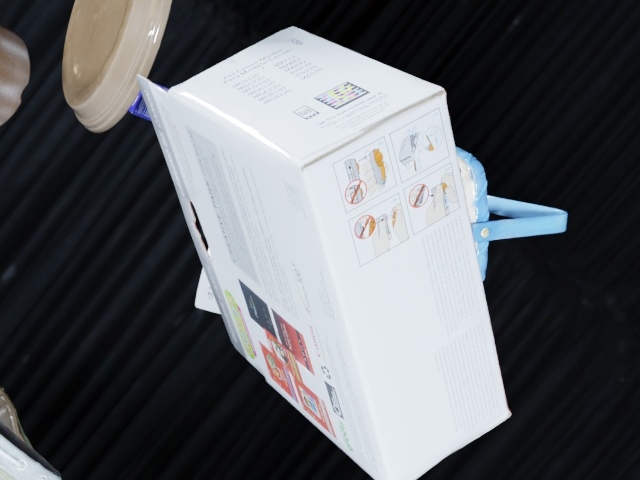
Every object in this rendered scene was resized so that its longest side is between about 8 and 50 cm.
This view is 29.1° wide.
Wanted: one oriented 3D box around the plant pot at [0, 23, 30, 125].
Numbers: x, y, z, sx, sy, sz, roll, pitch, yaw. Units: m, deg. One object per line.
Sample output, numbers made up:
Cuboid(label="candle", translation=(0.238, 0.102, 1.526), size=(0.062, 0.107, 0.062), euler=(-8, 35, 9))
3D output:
Cuboid(label="plant pot", translation=(-0.421, -0.198, 1.354), size=(0.167, 0.167, 0.165), euler=(45, 13, 33))

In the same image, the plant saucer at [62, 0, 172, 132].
Cuboid(label="plant saucer", translation=(-0.250, -0.267, 1.486), size=(0.041, 0.277, 0.278), euler=(15, 20, -28))

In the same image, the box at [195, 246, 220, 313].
Cuboid(label="box", translation=(0.009, 0.021, 1.846), size=(0.345, 0.215, 0.168), euler=(16, -26, -4))

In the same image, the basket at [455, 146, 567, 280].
Cuboid(label="basket", translation=(0.144, -0.032, 1.610), size=(0.289, 0.201, 0.255), euler=(-4, 11, -41))

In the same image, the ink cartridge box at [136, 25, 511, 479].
Cuboid(label="ink cartridge box", translation=(0.000, 0.000, 1.005), size=(0.272, 0.130, 0.309), euler=(34, -33, 50))

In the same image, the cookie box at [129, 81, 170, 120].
Cuboid(label="cookie box", translation=(-0.245, -0.205, 1.836), size=(0.107, 0.040, 0.092), euler=(19, 16, -39))

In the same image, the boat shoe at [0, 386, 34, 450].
Cuboid(label="boat shoe", translation=(-0.420, 0.252, 1.616), size=(0.190, 0.068, 0.072), euler=(68, -11, -13))

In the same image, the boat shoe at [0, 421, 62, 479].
Cuboid(label="boat shoe", translation=(-0.393, 0.155, 1.273), size=(0.320, 0.103, 0.118), euler=(59, -14, -12))
